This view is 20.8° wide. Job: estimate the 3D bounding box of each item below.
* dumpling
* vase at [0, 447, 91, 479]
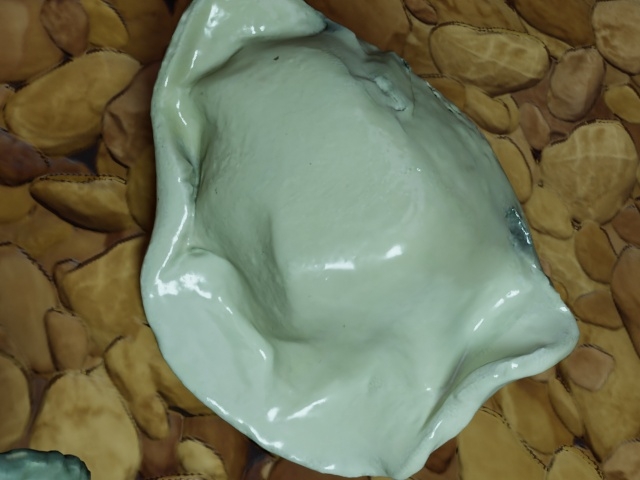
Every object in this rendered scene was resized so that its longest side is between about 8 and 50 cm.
[{"bbox_3d":[0.000,0.000,1.097,0.243,0.187,0.318,-43,79,-1],"label":"dumpling"},{"bbox_3d":[-0.189,0.257,0.761,0.245,0.245,0.291,-4,71,-33],"label":"vase"}]
